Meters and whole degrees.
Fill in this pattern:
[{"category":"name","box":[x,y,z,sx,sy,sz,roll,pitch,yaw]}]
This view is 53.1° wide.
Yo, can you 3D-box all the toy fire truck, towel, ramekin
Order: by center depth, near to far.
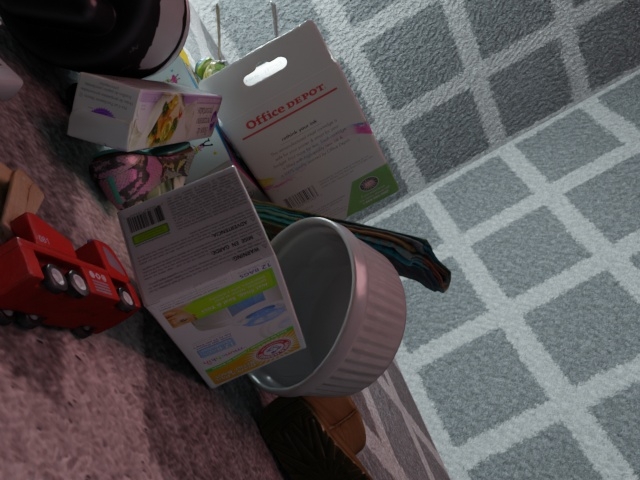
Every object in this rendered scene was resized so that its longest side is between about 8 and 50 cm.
[{"category":"toy fire truck","box":[-0.204,-0.010,0.432,0.135,0.047,0.192,61,5,18]},{"category":"ramekin","box":[0.005,0.085,0.755,0.109,0.207,0.207,23,29,-37]},{"category":"towel","box":[0.000,0.000,0.962,0.271,0.370,0.040,34,72,-67]}]

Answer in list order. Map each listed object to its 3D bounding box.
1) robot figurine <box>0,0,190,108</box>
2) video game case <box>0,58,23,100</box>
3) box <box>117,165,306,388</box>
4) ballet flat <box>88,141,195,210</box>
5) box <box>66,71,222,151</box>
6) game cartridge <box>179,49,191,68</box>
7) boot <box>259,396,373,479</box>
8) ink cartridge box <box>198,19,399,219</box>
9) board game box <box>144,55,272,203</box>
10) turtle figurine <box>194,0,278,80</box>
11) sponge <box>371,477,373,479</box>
[{"category":"robot figurine","box":[-0.244,-0.270,0.721,0.173,0.209,0.278,47,7,-5]},{"category":"video game case","box":[-0.280,-0.152,0.339,0.201,0.023,0.183,45,8,-8]},{"category":"box","box":[-0.093,0.044,0.611,0.203,0.114,0.103,79,-13,-58]},{"category":"ballet flat","box":[-0.197,-0.071,0.744,0.221,0.077,0.079,-63,143,-78]},{"category":"box","box":[-0.189,-0.151,0.751,0.067,0.063,0.324,18,13,0]},{"category":"game cartridge","box":[-0.334,-0.389,1.220,0.285,0.053,0.323,56,9,-41]},{"category":"boot","box":[0.031,0.285,0.843,0.236,0.089,0.269,60,4,13]},{"category":"ink cartridge box","box":[-0.035,-0.188,1.056,0.353,0.207,0.119,58,8,-41]},{"category":"board game box","box":[-0.180,-0.147,1.111,0.224,0.097,0.303,63,7,19]},{"category":"turtle figurine","box":[-0.133,-0.331,1.312,0.266,0.274,0.198,46,11,6]},{"category":"sponge","box":[0.096,0.444,0.935,0.117,0.031,0.210,56,6,-41]}]
